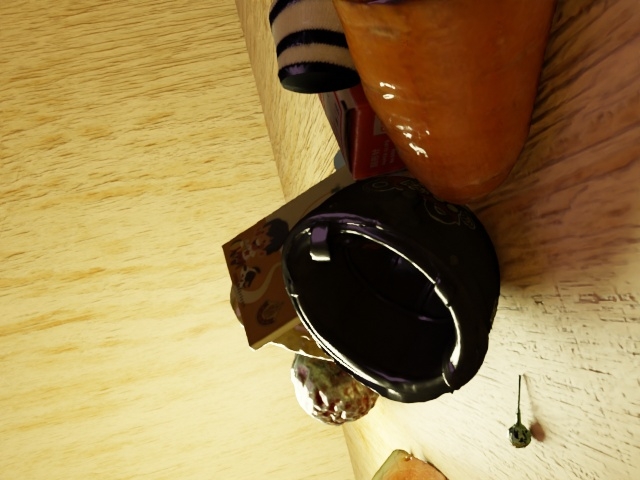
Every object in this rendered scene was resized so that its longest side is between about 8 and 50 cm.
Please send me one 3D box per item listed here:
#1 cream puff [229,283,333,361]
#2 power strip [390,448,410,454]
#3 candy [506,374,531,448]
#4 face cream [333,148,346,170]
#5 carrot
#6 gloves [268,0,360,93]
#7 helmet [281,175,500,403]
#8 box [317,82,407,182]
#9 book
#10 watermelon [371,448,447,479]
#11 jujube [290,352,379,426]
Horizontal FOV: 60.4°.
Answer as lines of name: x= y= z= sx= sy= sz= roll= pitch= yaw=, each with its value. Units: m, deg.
cream puff: x=0.014 y=0.053 z=0.931 sx=0.324 sy=0.290 sz=0.258 roll=11 pitch=-87 yaw=-78
power strip: x=0.211 y=0.592 z=1.060 sx=0.388 sy=0.066 sz=0.092 roll=-112 pitch=28 yaw=-50
candy: x=0.211 y=0.181 z=0.580 sx=0.025 sy=0.023 sz=0.083 roll=-104 pitch=13 yaw=-76
face cream: x=0.086 y=-0.045 z=0.838 sx=0.075 sy=0.075 sz=0.230 roll=90 pitch=163 yaw=-59
carrot: x=0.109 y=-0.124 z=0.421 sx=0.159 sy=0.159 sz=0.225 roll=-115 pitch=1 yaw=-52
gloves: x=0.013 y=-0.283 z=0.618 sx=0.140 sy=0.131 sz=0.219 roll=-179 pitch=93 yaw=-71
helmet: x=0.088 y=0.041 z=0.602 sx=0.230 sy=0.160 sz=0.279 roll=27 pitch=145 yaw=20
box: x=0.054 y=-0.190 z=0.731 sx=0.133 sy=0.099 sz=0.182 roll=86 pitch=168 yaw=-56
book: x=0.000 y=0.000 z=0.777 sx=0.020 sy=0.295 sz=0.208 roll=50 pitch=-170 yaw=-44
watermelon: x=0.145 y=0.484 z=0.962 sx=0.303 sy=0.128 sz=0.160 roll=161 pitch=115 yaw=-77
jujube: x=0.035 y=0.330 z=1.317 sx=0.317 sy=0.225 sz=0.226 roll=91 pitch=163 yaw=-68
